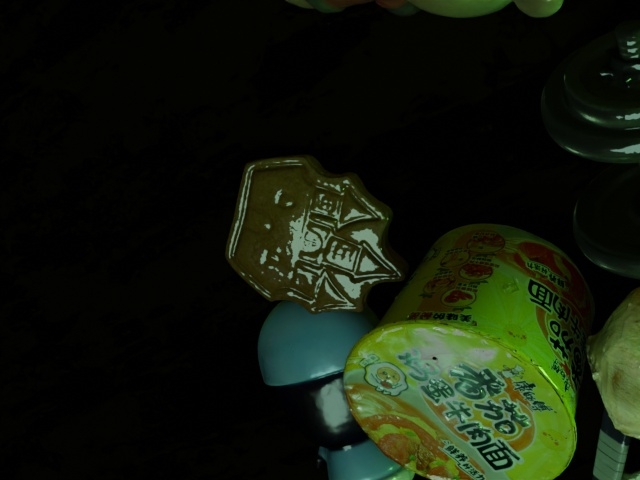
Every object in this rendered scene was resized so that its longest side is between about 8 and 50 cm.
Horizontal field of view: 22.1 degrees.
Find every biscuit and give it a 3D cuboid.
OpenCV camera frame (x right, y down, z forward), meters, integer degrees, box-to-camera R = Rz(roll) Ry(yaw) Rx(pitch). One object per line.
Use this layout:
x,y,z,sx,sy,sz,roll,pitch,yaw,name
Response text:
-0.001,0.001,1.861,0.215,0.034,0.182,20,114,15,biscuit

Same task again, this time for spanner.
0.334,0.279,1.949,0.087,0.024,0.315,25,126,33,spanner

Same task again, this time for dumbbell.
0.316,-0.082,1.542,0.192,0.192,0.290,2,131,28,dumbbell

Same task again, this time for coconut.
0.371,0.128,1.721,0.194,0.194,0.194,16,136,16,coconut

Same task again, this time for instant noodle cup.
0.179,0.118,1.800,0.264,0.200,0.264,16,136,15,instant noodle cup

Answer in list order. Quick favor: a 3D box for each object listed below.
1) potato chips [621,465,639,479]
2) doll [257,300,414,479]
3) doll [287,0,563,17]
0.523,0.417,1.985,0.358,0.070,0.429,-12,121,44,potato chips
0.025,0.180,1.970,0.177,0.141,0.314,-14,102,39,doll
0.061,-0.292,1.496,0.330,0.174,0.235,-3,122,34,doll
